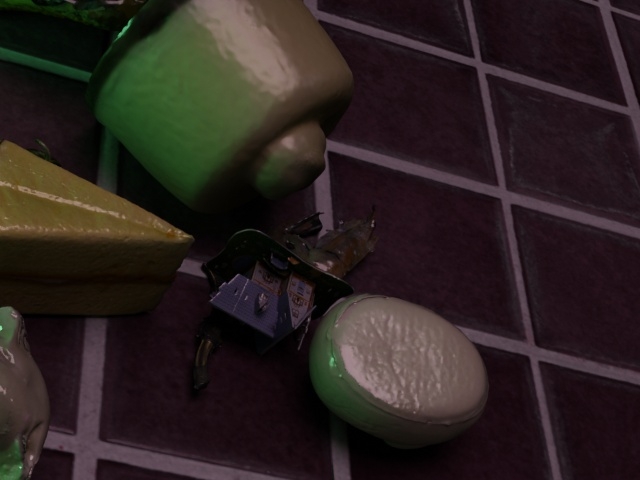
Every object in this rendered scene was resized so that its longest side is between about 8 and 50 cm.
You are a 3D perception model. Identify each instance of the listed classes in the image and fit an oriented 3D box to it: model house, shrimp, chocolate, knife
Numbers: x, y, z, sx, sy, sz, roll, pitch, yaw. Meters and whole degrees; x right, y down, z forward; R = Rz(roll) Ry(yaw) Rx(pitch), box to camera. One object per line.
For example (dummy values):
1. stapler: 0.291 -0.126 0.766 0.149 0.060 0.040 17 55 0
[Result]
1. model house: -0.059 0.075 1.822 0.167 0.117 0.088 32 48 -21
2. shrimp: 0.000 0.000 1.997 0.126 0.047 0.223 33 41 18
3. chocolate: -0.104 -0.188 1.935 0.297 0.314 0.326 44 43 0
4. knife: -0.132 0.108 1.823 0.046 0.021 0.222 19 38 -15

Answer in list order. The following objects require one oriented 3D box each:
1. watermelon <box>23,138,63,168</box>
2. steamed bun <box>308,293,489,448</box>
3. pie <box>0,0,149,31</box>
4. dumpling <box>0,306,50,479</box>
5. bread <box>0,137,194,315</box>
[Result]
1. watermelon: -0.350 -0.064 1.803 0.109 0.109 0.109 17 43 -16
2. steamed bun: 0.089 0.166 1.813 0.228 0.130 0.177 18 52 -17
3. pie: -0.322 -0.357 2.050 0.297 0.078 0.371 3 21 3
4. dumpling: -0.351 0.169 1.563 0.118 0.136 0.199 34 48 -55
5. bread: -0.301 0.030 1.691 0.264 0.167 0.163 26 42 -7
